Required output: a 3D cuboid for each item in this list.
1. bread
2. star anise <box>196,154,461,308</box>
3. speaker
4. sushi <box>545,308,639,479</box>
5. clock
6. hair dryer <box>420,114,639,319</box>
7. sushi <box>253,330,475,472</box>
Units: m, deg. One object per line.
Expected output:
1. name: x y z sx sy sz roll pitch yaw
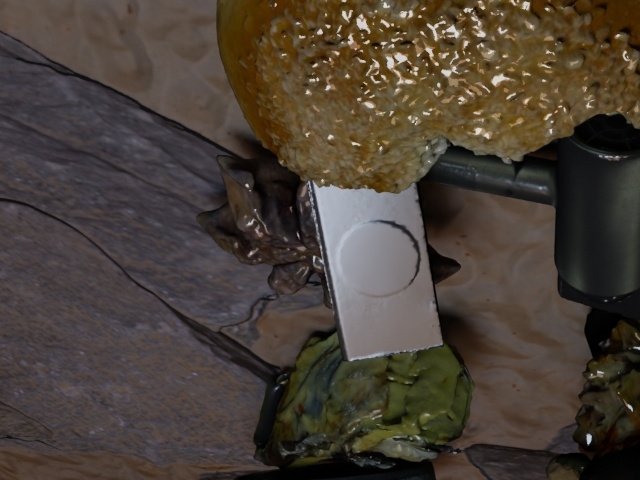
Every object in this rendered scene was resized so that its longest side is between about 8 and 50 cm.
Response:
1. bread: 0.078 -0.138 0.648 0.314 0.171 0.192 4 146 14
2. star anise: -0.008 -0.010 0.915 0.197 0.073 0.212 40 145 -25
3. speaker: 0.033 -0.022 0.819 0.082 0.044 0.218 -9 109 6
4. sushi: 0.313 0.155 0.905 0.225 0.219 0.238 15 143 8
5. clock: 0.015 0.269 1.213 0.226 0.049 0.226 -6 174 -1
6. hair dryer: 0.133 -0.034 0.853 0.248 0.078 0.195 15 139 22
7. sushi: 0.040 0.152 1.093 0.131 0.139 0.291 25 153 -21
